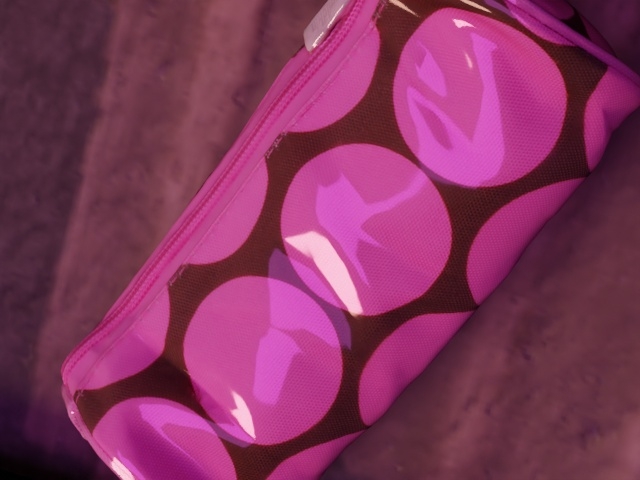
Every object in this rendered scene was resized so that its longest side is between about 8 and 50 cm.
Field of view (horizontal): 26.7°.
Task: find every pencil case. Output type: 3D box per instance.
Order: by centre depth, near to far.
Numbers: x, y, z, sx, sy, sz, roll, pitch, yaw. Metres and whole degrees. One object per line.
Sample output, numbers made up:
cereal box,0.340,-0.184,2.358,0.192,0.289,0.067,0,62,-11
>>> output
pencil case,0.000,0.000,0.428,0.098,0.095,0.209,28,106,-30

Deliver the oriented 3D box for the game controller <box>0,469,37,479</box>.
game controller,-0.089,0.175,0.504,0.319,0.067,0.166,15,117,10
